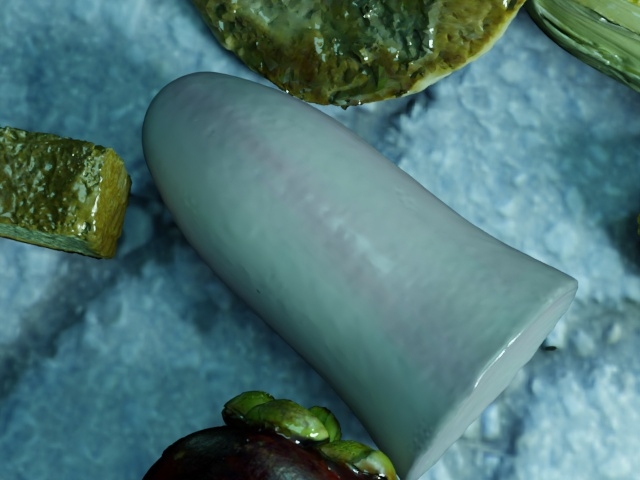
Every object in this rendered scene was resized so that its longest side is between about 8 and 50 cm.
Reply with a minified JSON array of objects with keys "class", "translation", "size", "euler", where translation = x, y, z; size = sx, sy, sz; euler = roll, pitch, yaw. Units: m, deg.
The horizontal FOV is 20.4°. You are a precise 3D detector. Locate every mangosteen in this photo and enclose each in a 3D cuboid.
[{"class":"mangosteen","translation":[-0.032,0.177,1.113],"size":[0.166,0.166,0.180],"euler":[27,64,2]}]

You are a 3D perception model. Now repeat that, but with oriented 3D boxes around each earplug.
[{"class":"earplug","translation":[0.000,0.000,1.179],"size":[0.301,0.172,0.172],"euler":[40,72,12]}]

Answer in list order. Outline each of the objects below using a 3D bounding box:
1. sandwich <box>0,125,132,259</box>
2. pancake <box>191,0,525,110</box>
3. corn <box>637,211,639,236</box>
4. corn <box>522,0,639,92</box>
[{"class":"sandwich","translation":[-0.230,-0.045,1.142],"size":[0.214,0.186,0.065],"euler":[15,85,1]},{"class":"pancake","translation":[0.024,-0.269,1.198],"size":[0.356,0.356,0.065],"euler":[41,33,6]},{"class":"corn","translation":[0.332,0.060,1.229],"size":[0.101,0.101,0.292],"euler":[-38,85,-16]},{"class":"corn","translation":[0.283,-0.130,1.270],"size":[0.305,0.122,0.123],"euler":[35,81,5]}]
